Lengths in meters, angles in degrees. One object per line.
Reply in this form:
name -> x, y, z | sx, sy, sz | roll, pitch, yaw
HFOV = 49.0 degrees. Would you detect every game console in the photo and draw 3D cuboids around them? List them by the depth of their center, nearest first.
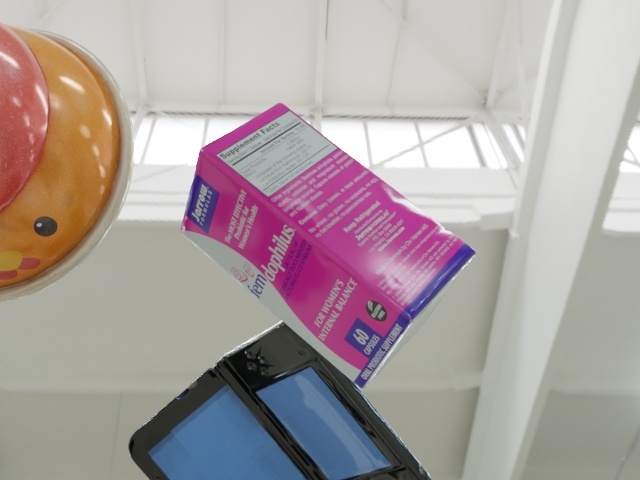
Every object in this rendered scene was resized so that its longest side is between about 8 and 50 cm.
game console -> -0.052, 0.287, 0.893 | 0.293, 0.173, 0.250 | 51, -46, -6

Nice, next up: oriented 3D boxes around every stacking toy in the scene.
stacking toy -> -0.431, -0.134, 0.675 | 0.350, 0.351, 0.480 | -15, -13, 8

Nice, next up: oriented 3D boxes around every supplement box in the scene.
supplement box -> 0.000, 0.000, 0.607 | 0.220, 0.114, 0.111 | 40, -42, 14
